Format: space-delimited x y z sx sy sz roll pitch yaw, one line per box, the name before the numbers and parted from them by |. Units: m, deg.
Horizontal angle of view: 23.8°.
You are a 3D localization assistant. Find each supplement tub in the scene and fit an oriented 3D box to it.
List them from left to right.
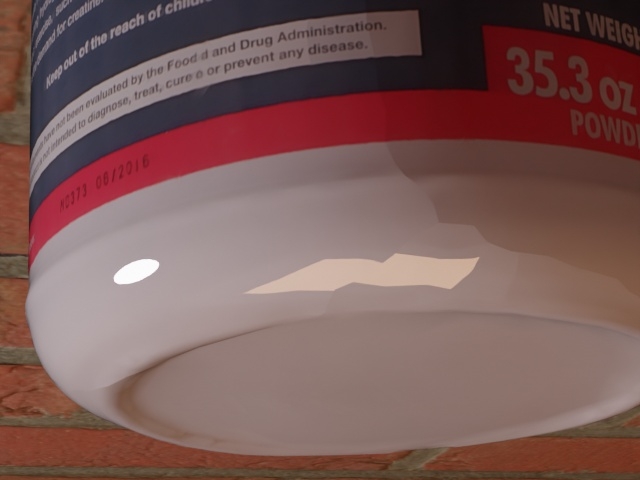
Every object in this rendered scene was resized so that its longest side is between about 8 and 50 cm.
supplement tub | 0.011 -0.086 0.448 0.191 0.272 0.191 -3 160 -1
